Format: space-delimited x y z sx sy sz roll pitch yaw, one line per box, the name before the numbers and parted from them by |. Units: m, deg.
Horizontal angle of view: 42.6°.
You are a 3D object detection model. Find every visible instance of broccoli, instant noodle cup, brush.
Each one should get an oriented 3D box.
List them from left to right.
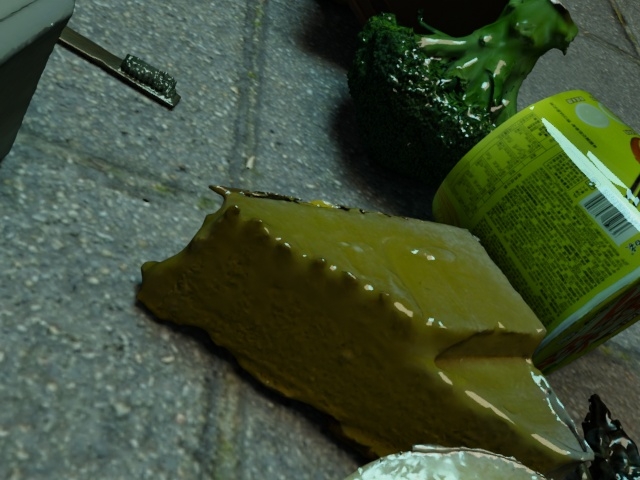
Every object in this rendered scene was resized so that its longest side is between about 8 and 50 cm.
brush | -0.247 -0.217 0.961 0.190 0.027 0.034 30 37 -7
broccoli | 0.180 -0.203 1.077 0.297 0.297 0.297 48 5 -5
instant noodle cup | 0.284 -0.011 0.933 0.311 0.311 0.221 -10 59 -43

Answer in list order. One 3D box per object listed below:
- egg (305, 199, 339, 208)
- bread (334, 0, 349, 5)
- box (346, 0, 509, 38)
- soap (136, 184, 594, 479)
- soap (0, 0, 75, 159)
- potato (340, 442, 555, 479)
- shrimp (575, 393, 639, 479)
egg | 0.000 0.000 0.892 0.071 0.071 0.083 2 51 -36
bread | 0.051 -0.569 1.405 0.300 0.210 0.341 49 39 11
box | 0.196 -0.450 1.202 0.239 0.230 0.339 51 44 -37
soap | 0.035 0.111 0.732 0.339 0.169 0.304 8 37 -31
soap | -0.403 -0.165 0.642 0.350 0.213 0.435 30 39 -4
potato | 0.077 0.290 0.625 0.299 0.116 0.239 -27 63 -37
shrimp | 0.379 0.356 0.815 0.272 0.085 0.444 10 48 -37
